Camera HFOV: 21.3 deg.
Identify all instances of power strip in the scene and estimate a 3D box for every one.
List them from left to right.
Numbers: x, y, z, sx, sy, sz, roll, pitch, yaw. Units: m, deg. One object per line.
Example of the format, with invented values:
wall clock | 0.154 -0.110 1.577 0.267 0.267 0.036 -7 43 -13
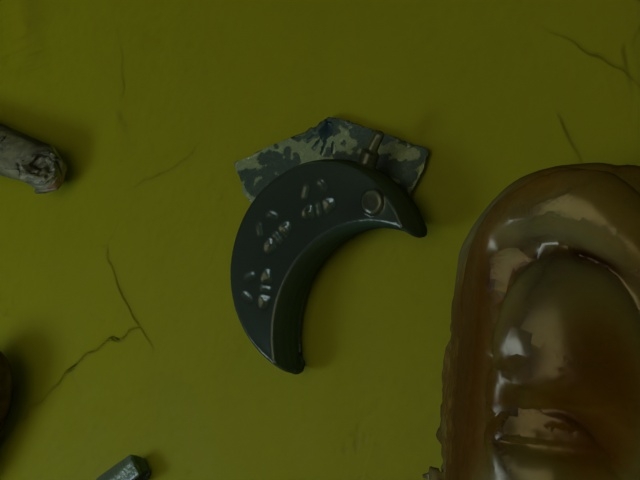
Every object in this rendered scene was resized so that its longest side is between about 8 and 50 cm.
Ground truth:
power strip | 0.000 0.000 1.733 0.167 0.054 0.253 49 113 25

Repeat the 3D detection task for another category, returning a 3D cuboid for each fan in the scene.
fan | 0.007 -0.063 1.769 0.240 0.009 0.131 -1 83 33

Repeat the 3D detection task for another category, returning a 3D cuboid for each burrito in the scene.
burrito | -0.374 -0.103 1.992 0.203 0.064 0.064 21 95 34

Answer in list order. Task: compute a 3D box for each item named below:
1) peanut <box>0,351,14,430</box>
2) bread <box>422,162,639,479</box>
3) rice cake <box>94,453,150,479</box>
peanut | -0.423 0.220 1.962 0.108 0.095 0.226 36 107 47
bread | 0.209 0.141 1.471 0.329 0.245 0.424 6 91 34
rice cake | -0.255 0.299 1.877 0.180 0.030 0.042 -41 59 22
